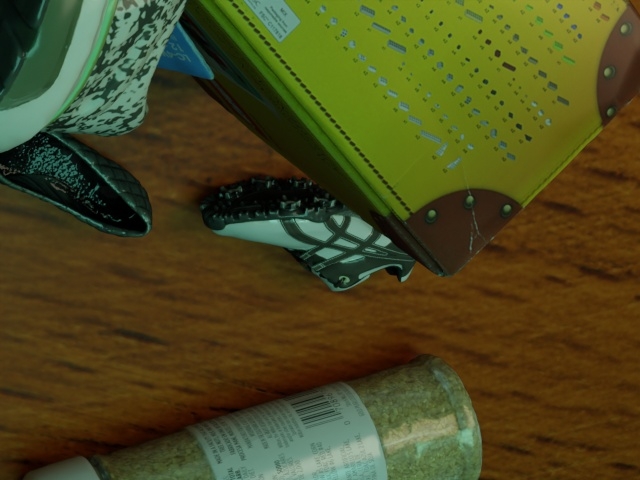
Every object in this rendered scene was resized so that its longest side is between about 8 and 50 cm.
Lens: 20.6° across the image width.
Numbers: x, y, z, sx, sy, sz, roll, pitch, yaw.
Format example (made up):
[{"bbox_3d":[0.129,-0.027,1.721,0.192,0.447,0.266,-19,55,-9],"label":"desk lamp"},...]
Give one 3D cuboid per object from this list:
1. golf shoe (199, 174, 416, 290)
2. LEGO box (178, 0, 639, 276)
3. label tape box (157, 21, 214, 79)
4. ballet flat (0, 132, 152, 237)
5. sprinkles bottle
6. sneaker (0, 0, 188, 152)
[{"bbox_3d":[0.000,0.000,1.354,0.198,0.077,0.094,-1,112,-25],"label":"golf shoe"},{"bbox_3d":[-0.074,-0.256,1.025,0.193,0.372,0.500,-44,124,-3],"label":"LEGO box"},{"bbox_3d":[-0.249,-0.166,0.939,0.115,0.249,0.347,-61,143,-19],"label":"label tape box"},{"bbox_3d":[-0.189,-0.052,1.251,0.173,0.049,0.057,25,98,-33],"label":"ballet flat"},{"bbox_3d":[-0.051,0.191,1.386,0.355,0.121,0.121,-15,118,-20],"label":"sprinkles bottle"},{"bbox_3d":[-0.071,-0.219,0.768,0.410,0.158,0.182,-63,154,7],"label":"sneaker"}]
